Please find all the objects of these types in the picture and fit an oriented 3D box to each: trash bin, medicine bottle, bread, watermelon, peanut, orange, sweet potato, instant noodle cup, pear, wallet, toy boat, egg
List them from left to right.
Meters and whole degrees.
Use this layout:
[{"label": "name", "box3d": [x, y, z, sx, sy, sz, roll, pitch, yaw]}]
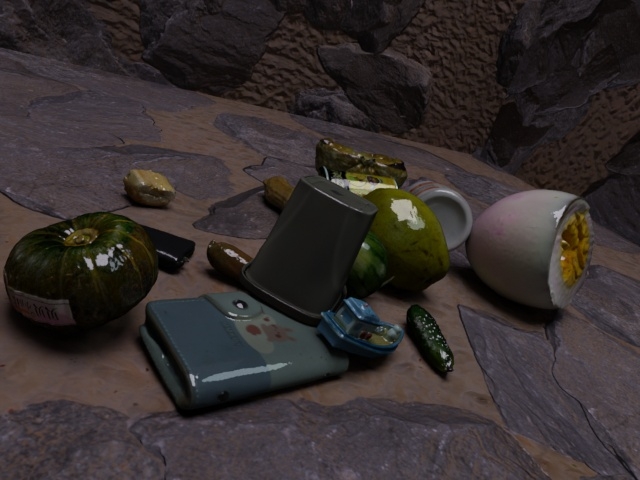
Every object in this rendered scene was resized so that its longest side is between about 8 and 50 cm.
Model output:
[{"label": "wallet", "box3d": [-0.418, 0.001, 1.302, 0.250, 0.044, 0.149, 18, 18, 0]}, {"label": "bread", "box3d": [-0.481, -0.142, 1.547, 0.125, 0.082, 0.106, 13, 31, -42]}, {"label": "wallet", "box3d": [-0.138, 0.184, 1.039, 0.361, 0.083, 0.252, 0, 33, -43]}, {"label": "sweet potato", "box3d": [-0.145, 0.083, 1.283, 0.274, 0.075, 0.075, 27, 23, 6]}, {"label": "peanut", "box3d": [-0.109, -0.138, 1.805, 0.263, 0.101, 0.117, 35, 2, 41]}, {"label": "trash bin", "box3d": [-0.012, 0.007, 1.174, 0.220, 0.250, 0.219, 29, 16, 7]}, {"label": "watermelon", "box3d": [0.078, 0.061, 1.376, 0.214, 0.188, 0.188, 52, 1, -35]}, {"label": "instant noodle cup", "box3d": [0.109, -0.120, 1.719, 0.236, 0.215, 0.215, 1, 25, -10]}, {"label": "orange", "box3d": [0.145, -0.260, 2.141, 0.369, 0.210, 0.271, 13, 20, -8]}, {"label": "toy boat", "box3d": [0.100, 0.178, 1.135, 0.238, 0.098, 0.109, 25, 17, -49]}, {"label": "pear", "box3d": [0.212, -0.001, 1.529, 0.253, 0.253, 0.307, -9, 62, -49]}, {"label": "medicine bottle", "box3d": [0.378, -0.091, 1.872, 0.211, 0.210, 0.371, 19, 12, 0]}, {"label": "egg", "box3d": [0.611, 0.014, 1.706, 0.340, 0.354, 0.355, 12, 12, 43]}]

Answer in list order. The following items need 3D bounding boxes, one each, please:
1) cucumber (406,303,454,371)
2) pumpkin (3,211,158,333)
[{"label": "cucumber", "box3d": [0.252, 0.226, 1.273, 0.069, 0.069, 0.227, 10, 27, -20]}, {"label": "pumpkin", "box3d": [-0.411, 0.065, 0.987, 0.261, 0.189, 0.260, -4, 31, 2]}]
